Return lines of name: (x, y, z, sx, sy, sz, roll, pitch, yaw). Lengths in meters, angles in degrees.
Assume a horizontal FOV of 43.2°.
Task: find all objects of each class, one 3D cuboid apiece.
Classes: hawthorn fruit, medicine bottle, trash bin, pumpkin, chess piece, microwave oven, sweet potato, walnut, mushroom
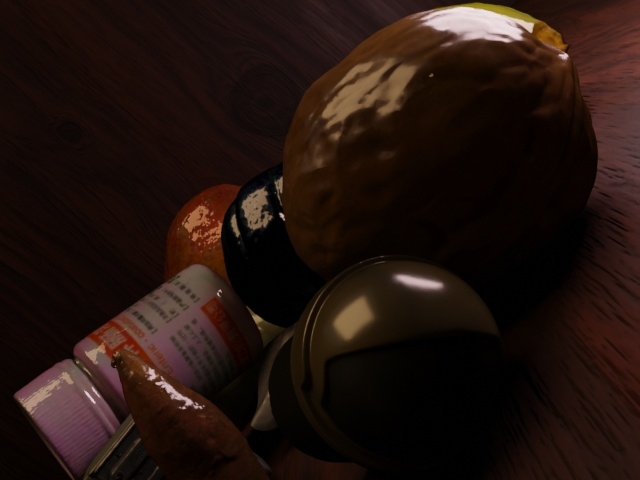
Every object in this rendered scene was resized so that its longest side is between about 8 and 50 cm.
hawthorn fruit: (-0.225, 0.077, 2.176, 0.472, 0.472, 0.472, -49, 7, 8)
medicine bottle: (-0.308, 0.228, 1.403, 0.388, 0.219, 0.219, -35, 0, -23)
trash bin: (0.060, 0.139, 0.853, 0.214, 0.214, 0.334, -53, 2, -26)
pumpkin: (0.000, 0.000, 1.444, 0.363, 0.266, 0.363, -17, -25, -8)
chess piece: (-0.198, 0.311, 1.605, 0.442, 0.234, 0.234, -50, 6, -30)
microwave oven: (-0.206, 0.356, 1.227, 0.194, 0.240, 0.145, -51, 6, -8)
sweet potato: (-0.168, 0.280, 1.108, 0.131, 0.336, 0.131, -34, -4, -3)
walnut: (0.143, -0.087, 0.990, 0.398, 0.354, 0.308, -43, 49, 23)
mushroom: (0.039, 0.152, 1.289, 0.397, 0.126, 0.177, -45, 19, 32)

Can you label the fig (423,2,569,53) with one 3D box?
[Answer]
fig: (0.252, -0.251, 1.378, 0.343, 0.343, 0.343, -49, 7, 8)
